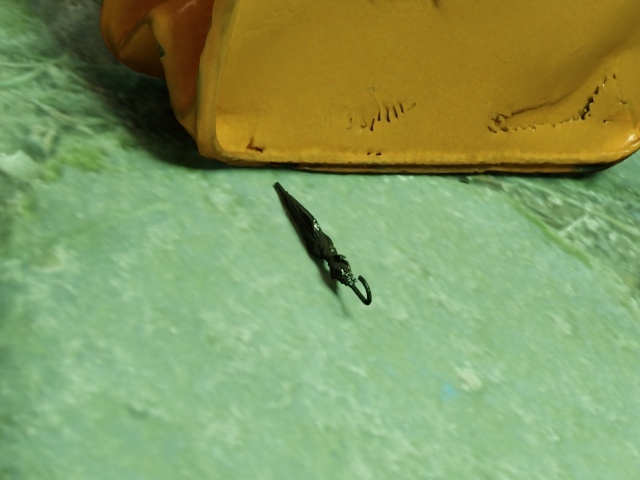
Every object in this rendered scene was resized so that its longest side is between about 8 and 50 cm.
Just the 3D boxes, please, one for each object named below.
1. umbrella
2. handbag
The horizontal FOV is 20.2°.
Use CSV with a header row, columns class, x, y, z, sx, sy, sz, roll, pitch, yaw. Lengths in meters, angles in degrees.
class,x,y,z,sx,sy,sz,roll,pitch,yaw
umbrella,0.000,0.003,0.994,0.013,0.022,0.122,-17,37,-19
handbag,0.093,-0.187,1.074,0.410,0.303,0.116,-1,36,-40
